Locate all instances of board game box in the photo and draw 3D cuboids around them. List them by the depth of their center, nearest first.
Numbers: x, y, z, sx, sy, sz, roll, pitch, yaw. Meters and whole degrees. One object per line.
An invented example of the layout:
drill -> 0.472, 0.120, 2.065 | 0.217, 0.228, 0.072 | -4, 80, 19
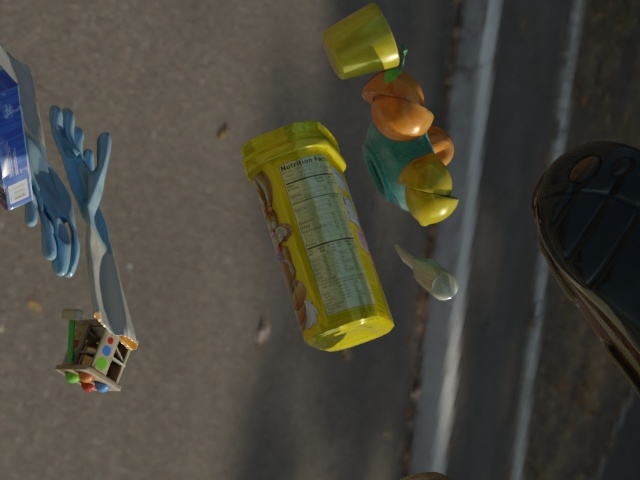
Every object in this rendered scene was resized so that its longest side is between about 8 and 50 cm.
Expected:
board game box -> -0.196, -0.076, 0.770 | 0.020, 0.090, 0.090 | -28, 146, -26

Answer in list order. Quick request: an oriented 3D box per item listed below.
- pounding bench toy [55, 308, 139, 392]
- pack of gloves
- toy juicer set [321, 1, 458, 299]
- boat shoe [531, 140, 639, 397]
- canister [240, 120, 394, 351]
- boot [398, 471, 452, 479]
pounding bench toy -> -0.243, 0.115, 1.415 | 0.083, 0.052, 0.065 | 39, 59, -38
pack of gloves -> -0.198, -0.050, 1.125 | 0.195, 0.046, 0.232 | 61, 9, -60
toy juicer set -> 0.107, -0.066, 1.391 | 0.209, 0.090, 0.329 | -122, -170, -54
boat shoe -> 0.266, 0.067, 0.975 | 0.123, 0.324, 0.120 | -35, -179, -5
canister -> 0.000, 0.000, 1.128 | 0.126, 0.073, 0.169 | 39, 32, -75
boot -> 0.131, 0.306, 1.040 | 0.295, 0.104, 0.211 | -155, -134, -80
